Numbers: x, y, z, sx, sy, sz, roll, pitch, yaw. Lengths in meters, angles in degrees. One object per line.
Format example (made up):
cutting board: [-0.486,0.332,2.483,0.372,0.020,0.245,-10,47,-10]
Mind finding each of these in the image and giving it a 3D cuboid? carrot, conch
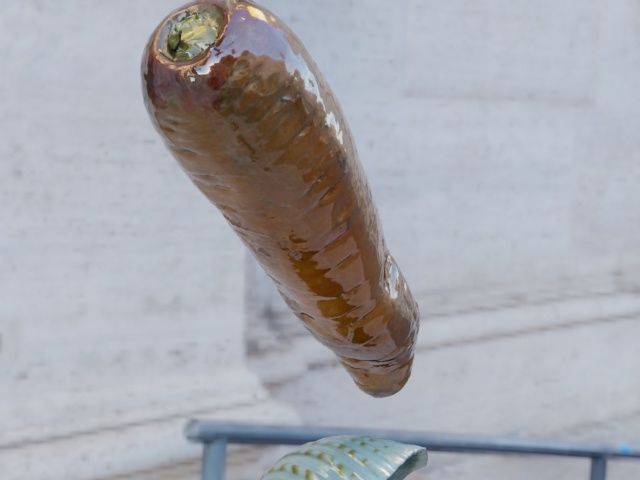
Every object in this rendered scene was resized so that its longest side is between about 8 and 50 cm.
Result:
carrot: [0.000,0.000,0.509,0.059,0.059,0.248,4,-31,24]
conch: [0.002,0.106,0.538,0.056,0.076,0.085,32,48,12]
